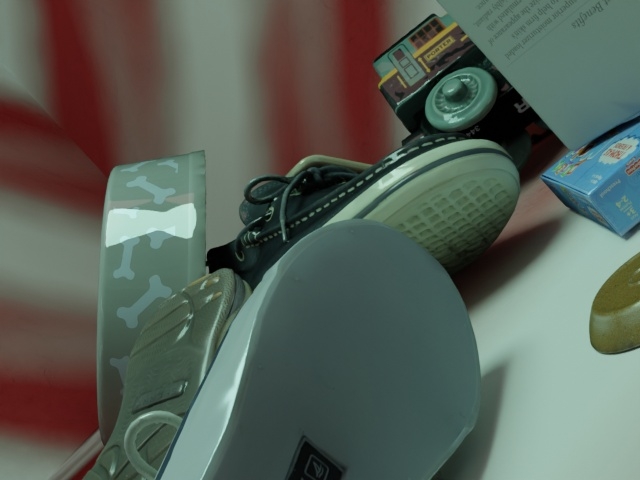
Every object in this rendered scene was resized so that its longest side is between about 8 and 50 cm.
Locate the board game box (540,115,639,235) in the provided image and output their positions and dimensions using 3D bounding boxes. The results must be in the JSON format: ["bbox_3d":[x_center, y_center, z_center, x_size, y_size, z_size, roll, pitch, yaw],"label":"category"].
[{"bbox_3d":[0.253,-0.095,0.588,0.211,0.039,0.160,-41,4,9],"label":"board game box"}]

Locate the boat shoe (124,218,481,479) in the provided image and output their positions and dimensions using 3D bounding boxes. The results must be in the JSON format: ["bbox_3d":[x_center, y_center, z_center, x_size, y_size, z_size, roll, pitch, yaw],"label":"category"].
[{"bbox_3d":[-0.031,0.133,0.410,0.156,0.136,0.367,-43,13,36],"label":"boat shoe"}]

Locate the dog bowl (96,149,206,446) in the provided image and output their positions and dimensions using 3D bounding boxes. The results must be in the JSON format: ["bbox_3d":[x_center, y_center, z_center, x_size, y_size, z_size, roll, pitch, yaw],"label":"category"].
[{"bbox_3d":[-0.182,0.072,0.962,0.102,0.349,0.349,2,-2,-9],"label":"dog bowl"}]

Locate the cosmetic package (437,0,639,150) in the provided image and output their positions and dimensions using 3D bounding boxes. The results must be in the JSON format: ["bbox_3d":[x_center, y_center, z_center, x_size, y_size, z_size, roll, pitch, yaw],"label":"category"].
[{"bbox_3d":[0.194,-0.192,0.590,0.151,0.184,0.151,-45,4,-28],"label":"cosmetic package"}]

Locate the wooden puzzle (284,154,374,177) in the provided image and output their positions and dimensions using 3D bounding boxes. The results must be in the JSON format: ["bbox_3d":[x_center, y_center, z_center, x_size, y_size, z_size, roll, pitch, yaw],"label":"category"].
[{"bbox_3d":[0.059,-0.047,1.037,0.221,0.238,0.044,151,122,-72],"label":"wooden puzzle"}]

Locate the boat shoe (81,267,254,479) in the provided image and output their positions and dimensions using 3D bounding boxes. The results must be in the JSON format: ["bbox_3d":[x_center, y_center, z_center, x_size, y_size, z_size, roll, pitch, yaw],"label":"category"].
[{"bbox_3d":[-0.081,0.163,0.565,0.123,0.116,0.324,-20,35,34],"label":"boat shoe"}]

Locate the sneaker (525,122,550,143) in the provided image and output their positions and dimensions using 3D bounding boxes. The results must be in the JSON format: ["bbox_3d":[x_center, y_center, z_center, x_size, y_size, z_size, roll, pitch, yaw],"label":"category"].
[{"bbox_3d":[0.194,-0.163,1.126,0.116,0.136,0.314,-44,5,-37],"label":"sneaker"}]

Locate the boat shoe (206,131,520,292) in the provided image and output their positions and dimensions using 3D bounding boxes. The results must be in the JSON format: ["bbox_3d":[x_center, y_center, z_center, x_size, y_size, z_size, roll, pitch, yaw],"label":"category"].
[{"bbox_3d":[0.000,0.000,0.843,0.186,0.156,0.500,-7,-15,-26],"label":"boat shoe"}]

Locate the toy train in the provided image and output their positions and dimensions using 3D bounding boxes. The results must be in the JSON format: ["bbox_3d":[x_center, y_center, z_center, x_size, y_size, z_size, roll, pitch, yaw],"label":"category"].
[{"bbox_3d":[0.210,-0.205,0.917,0.334,0.142,0.190,-38,45,11],"label":"toy train"}]

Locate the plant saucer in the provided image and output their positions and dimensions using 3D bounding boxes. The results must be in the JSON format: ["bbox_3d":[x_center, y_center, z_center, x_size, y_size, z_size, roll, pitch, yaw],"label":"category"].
[{"bbox_3d":[0.162,0.021,0.427,0.083,0.015,0.083,-42,4,4],"label":"plant saucer"}]
